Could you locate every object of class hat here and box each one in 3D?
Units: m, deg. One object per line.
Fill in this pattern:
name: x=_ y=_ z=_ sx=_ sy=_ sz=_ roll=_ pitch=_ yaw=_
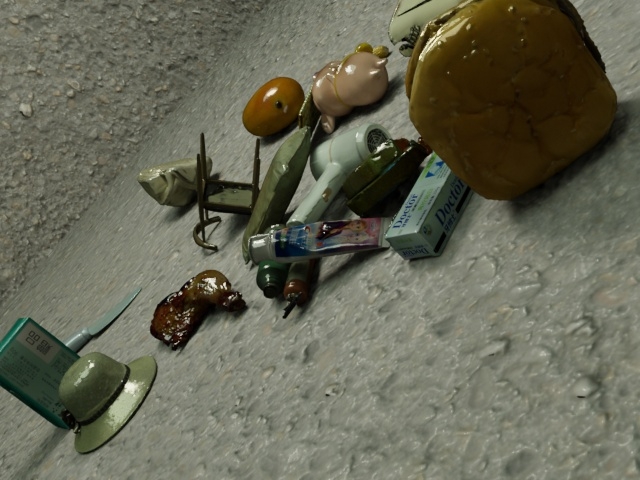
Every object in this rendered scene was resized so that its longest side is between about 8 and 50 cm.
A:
hat: x=-0.491 y=0.319 z=1.762 sx=0.257 sy=0.130 sz=0.257 roll=-37 pitch=23 yaw=18

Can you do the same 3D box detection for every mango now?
mango: x=-0.149 y=-0.388 z=2.404 sx=0.254 sy=0.139 sz=0.175 roll=-29 pitch=14 yaw=51

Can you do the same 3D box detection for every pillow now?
pillow: x=-0.097 y=-0.101 z=1.771 sx=0.185 sy=0.074 sz=0.302 roll=-68 pitch=4 yaw=-49

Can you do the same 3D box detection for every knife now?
knife: x=-0.628 y=0.243 z=2.253 sx=0.331 sy=0.044 sz=0.080 roll=-39 pitch=22 yaw=5

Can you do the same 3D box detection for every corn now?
corn: x=0.155 y=-0.519 z=2.238 sx=0.037 sy=0.037 sz=0.092 roll=-54 pitch=24 yaw=-22

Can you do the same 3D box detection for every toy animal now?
toy animal: x=0.077 y=-0.396 z=2.026 sx=0.165 sy=0.149 sz=0.248 roll=-49 pitch=14 yaw=-32

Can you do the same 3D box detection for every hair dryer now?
hair dryer: x=0.010 y=-0.090 z=1.634 sx=0.173 sy=0.107 sz=0.357 roll=-19 pitch=31 yaw=50

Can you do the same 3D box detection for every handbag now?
handbag: x=0.338 y=-0.569 z=1.865 sx=0.358 sy=0.160 sz=0.237 roll=-7 pitch=48 yaw=57

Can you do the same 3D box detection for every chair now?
chair: x=-0.238 y=-0.119 z=2.075 sx=0.188 sy=0.166 sz=0.272 roll=-99 pitch=15 yaw=-62

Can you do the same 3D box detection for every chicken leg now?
chicken leg: x=-0.275 y=0.147 z=1.777 sx=0.322 sy=0.083 sz=0.177 roll=-33 pitch=34 yaw=29

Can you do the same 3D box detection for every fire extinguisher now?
fire extinguisher: x=-0.042 y=0.075 z=1.528 sx=0.062 sy=0.050 sz=0.177 roll=-46 pitch=17 yaw=34

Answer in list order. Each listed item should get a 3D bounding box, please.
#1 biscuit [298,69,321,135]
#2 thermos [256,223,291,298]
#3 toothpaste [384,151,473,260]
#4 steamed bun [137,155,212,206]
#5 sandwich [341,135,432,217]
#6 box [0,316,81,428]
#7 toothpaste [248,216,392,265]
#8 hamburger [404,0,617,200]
biscuit: x=-0.025 y=-0.336 z=2.128 sx=0.016 sy=0.139 sz=0.231 roll=8 pitch=42 yaw=10
thermos: x=-0.086 y=0.050 z=1.631 sx=0.073 sy=0.083 sz=0.188 roll=-57 pitch=15 yaw=32
toothpaste: x=0.222 y=-0.112 z=1.382 sx=0.081 sy=0.067 sz=0.337 roll=-12 pitch=39 yaw=51
steamed bun: x=-0.444 y=-0.176 z=2.534 sx=0.218 sy=0.144 sz=0.211 roll=-23 pitch=16 yaw=-37
sandwich: x=0.126 y=-0.137 z=1.504 sx=0.159 sy=0.079 sz=0.235 roll=-43 pitch=1 yaw=-20
box: x=-0.651 y=0.312 z=1.894 sx=0.092 sy=0.245 sz=0.153 roll=-12 pitch=38 yaw=54
toothpaste: x=0.000 y=0.000 z=1.488 sx=0.266 sy=0.061 sz=0.096 roll=-8 pitch=35 yaw=14
hamburger: x=0.277 y=-0.224 z=1.189 sx=0.318 sy=0.318 sz=0.158 roll=-39 pitch=21 yaw=13
